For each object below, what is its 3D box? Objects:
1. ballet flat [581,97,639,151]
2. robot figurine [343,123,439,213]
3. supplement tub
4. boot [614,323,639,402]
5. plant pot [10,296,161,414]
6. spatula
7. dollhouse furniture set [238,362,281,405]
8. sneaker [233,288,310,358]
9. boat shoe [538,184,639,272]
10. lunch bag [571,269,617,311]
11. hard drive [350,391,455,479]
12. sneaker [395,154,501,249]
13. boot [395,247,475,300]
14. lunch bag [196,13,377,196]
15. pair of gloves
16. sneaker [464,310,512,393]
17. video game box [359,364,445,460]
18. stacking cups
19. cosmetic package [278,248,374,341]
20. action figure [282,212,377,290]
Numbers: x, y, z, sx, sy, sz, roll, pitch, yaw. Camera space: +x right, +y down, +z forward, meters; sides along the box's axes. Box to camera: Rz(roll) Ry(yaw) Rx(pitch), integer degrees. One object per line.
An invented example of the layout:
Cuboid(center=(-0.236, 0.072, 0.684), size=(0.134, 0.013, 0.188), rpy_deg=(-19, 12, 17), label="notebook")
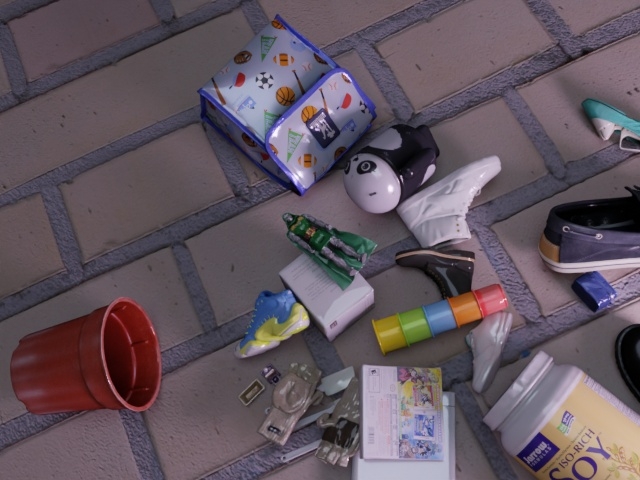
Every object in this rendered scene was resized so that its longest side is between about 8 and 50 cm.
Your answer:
Cuboid(center=(0.784, -0.288, 1.707), size=(0.247, 0.083, 0.087), rpy_deg=(30, 90, 19), label="ballet flat")
Cuboid(center=(0.182, -0.191, 1.675), size=(0.174, 0.209, 0.278), rpy_deg=(41, 61, 16), label="robot figurine")
Cuboid(center=(0.537, 0.414, 1.378), size=(0.331, 0.241, 0.241), rpy_deg=(39, 78, 19), label="supplement tub")
Cuboid(center=(0.769, 0.314, 1.374), size=(0.131, 0.260, 0.347), rpy_deg=(-20, 68, -1), label="boot")
Cuboid(center=(-0.566, 0.295, 1.572), size=(0.265, 0.272, 0.272), rpy_deg=(-13, 68, 11), label="plant pot")
Cuboid(center=(-0.007, 0.416, 1.541), size=(0.242, 0.019, 0.168), rpy_deg=(-25, 62, 7), label="spatula")
Cuboid(center=(-0.139, 0.358, 1.573), size=(0.114, 0.081, 0.091), rpy_deg=(-43, 70, -10), label="dollhouse furniture set")
Cuboid(center=(-0.132, 0.195, 1.591), size=(0.240, 0.091, 0.126), rpy_deg=(-31, 73, 28), label="sneaker")
Cuboid(center=(0.772, -0.044, 1.546), size=(0.501, 0.155, 0.186), rpy_deg=(-8, 33, 6), label="boat shoe")
Cuboid(center=(0.661, 0.120, 1.568), size=(0.065, 0.067, 0.098), rpy_deg=(-34, 68, -6), label="lunch bag")
Cuboid(center=(0.187, 0.519, 1.487), size=(0.233, 0.047, 0.352), rpy_deg=(1, 70, 8), label="hard drive")
Cuboid(center=(0.361, -0.083, 1.674), size=(0.293, 0.108, 0.169), rpy_deg=(-31, 70, 5), label="sneaker")
Cuboid(center=(0.284, 0.093, 1.629), size=(0.198, 0.077, 0.136), rpy_deg=(0, 74, 9), label="boot")
Cuboid(center=(-0.084, -0.353, 1.769), size=(0.385, 0.239, 0.328), rpy_deg=(43, 79, 3), label="lunch bag")
Cuboid(center=(-0.002, 0.397, 1.509), size=(0.240, 0.042, 0.204), rpy_deg=(15, 64, 17), label="pair of gloves")
Cuboid(center=(0.383, 0.258, 1.556), size=(0.094, 0.080, 0.212), rpy_deg=(15, 64, 25), label="sneaker")
Cuboid(center=(0.181, 0.385, 1.466), size=(0.187, 0.048, 0.205), rpy_deg=(4, 69, -6), label="video game box")
Cuboid(center=(0.287, 0.185, 1.570), size=(0.316, 0.096, 0.096), rpy_deg=(-19, 68, 3), label="stacking cups")
Cuboid(center=(0.019, 0.122, 1.607), size=(0.151, 0.151, 0.183), rpy_deg=(-38, 70, -9), label="cosmetic package")
Cuboid(center=(0.000, 0.000, 1.547), size=(0.232, 0.063, 0.137), rpy_deg=(33, 77, 21), label="action figure")
